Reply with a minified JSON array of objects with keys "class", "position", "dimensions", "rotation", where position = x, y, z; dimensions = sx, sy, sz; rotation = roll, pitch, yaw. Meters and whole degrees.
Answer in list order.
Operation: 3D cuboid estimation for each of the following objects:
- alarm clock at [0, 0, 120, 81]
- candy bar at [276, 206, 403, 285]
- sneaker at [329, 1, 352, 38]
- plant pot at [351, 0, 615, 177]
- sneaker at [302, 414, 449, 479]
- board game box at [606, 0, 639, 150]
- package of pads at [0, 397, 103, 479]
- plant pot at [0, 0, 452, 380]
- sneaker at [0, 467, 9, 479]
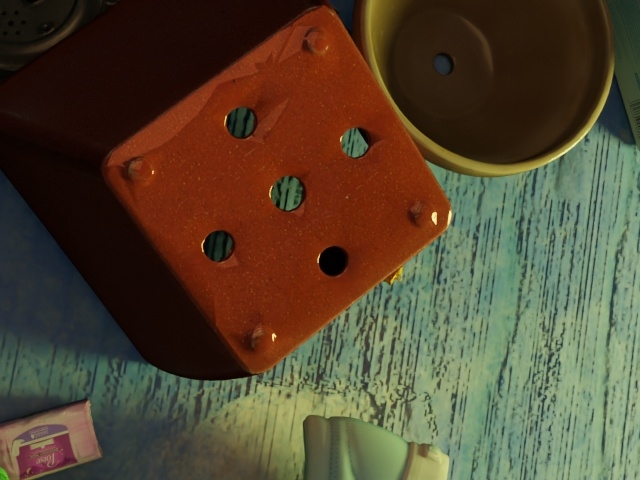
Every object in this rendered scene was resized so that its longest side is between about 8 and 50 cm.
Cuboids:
[{"class":"alarm clock","position":[-0.253,-0.179,0.925],"dimensions":[0.192,0.064,0.129],"rotation":[-37,85,-9]},{"class":"candy bar","position":[0.000,0.000,1.021],"dimensions":[0.161,0.018,0.040],"rotation":[18,80,-15]},{"class":"sneaker","position":[-0.014,-0.204,1.019],"dimensions":[0.144,0.053,0.059],"rotation":[33,74,-13]},{"class":"plant pot","position":[0.128,-0.168,1.030],"dimensions":[0.237,0.110,0.237],"rotation":[2,85,-20]},{"class":"sneaker","position":[-0.032,0.311,0.937],"dimensions":[0.150,0.135,0.366],"rotation":[24,74,4]},{"class":"board game box","position":[0.364,-0.219,1.009],"dimensions":[0.097,0.303,0.224],"rotation":[-18,91,-19]},{"class":"package of pads","position":[-0.218,0.160,0.927],"dimensions":[0.083,0.032,0.050],"rotation":[-15,89,-18]},{"class":"plant pot","position":[-0.061,-0.050,0.847],"dimensions":[0.267,0.236,0.267],"rotation":[-37,112,-10]},{"class":"sneaker","position":[-0.303,0.226,0.837],"dimensions":[0.343,0.134,0.146],"rotation":[12,78,-33]}]
